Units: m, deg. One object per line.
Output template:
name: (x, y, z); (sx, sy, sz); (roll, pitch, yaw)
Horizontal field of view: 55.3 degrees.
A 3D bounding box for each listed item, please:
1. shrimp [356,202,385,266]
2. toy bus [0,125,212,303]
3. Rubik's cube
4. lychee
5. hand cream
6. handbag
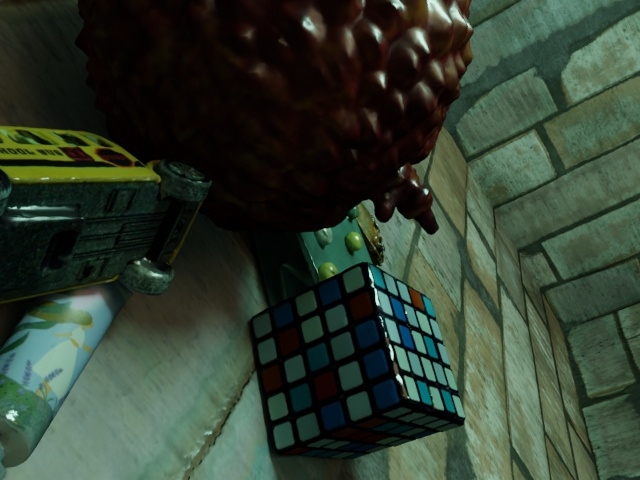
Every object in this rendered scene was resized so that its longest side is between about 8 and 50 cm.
shrimp: (0.070, -0.055, 1.221); (0.236, 0.053, 0.133); (58, 4, -2)
toy bus: (-0.226, -0.017, 0.442); (0.123, 0.121, 0.335); (35, 20, 20)
Rubik's cube: (0.046, 0.159, 0.768); (0.187, 0.182, 0.184); (32, 39, -50)
lychee: (-0.028, -0.199, 0.688); (0.500, 0.424, 0.424); (42, 26, -3)
hand cream: (-0.219, 0.082, 0.489); (0.088, 0.055, 0.256); (45, 22, -21)
handbag: (0.004, 0.000, 0.949); (0.269, 0.100, 0.274); (25, 45, -53)
